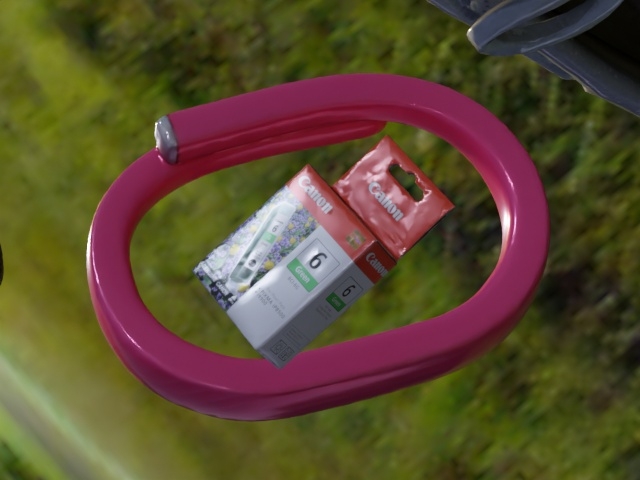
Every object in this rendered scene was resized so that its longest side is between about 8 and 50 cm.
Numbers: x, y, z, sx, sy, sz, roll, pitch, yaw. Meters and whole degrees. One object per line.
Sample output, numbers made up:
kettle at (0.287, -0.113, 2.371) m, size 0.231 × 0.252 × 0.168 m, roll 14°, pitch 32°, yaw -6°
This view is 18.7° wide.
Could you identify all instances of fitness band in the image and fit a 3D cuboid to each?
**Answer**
fitness band at (0.000, 0.000, 1.206) m, size 0.054 × 0.291 × 0.209 m, roll 99°, pitch 153°, yaw -60°

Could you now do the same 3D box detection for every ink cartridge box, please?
ink cartridge box at (0.001, 0.000, 0.926) m, size 0.063 × 0.115 × 0.029 m, roll 49°, pitch -178°, yaw 36°

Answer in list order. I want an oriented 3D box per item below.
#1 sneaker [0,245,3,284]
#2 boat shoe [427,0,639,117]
sneaker at (-0.315, -0.019, 1.179) m, size 0.286 × 0.109 × 0.130 m, roll 31°, pitch -157°, yaw -32°
boat shoe at (0.082, -0.077, 0.411) m, size 0.103 × 0.118 × 0.320 m, roll 57°, pitch -165°, yaw 27°
